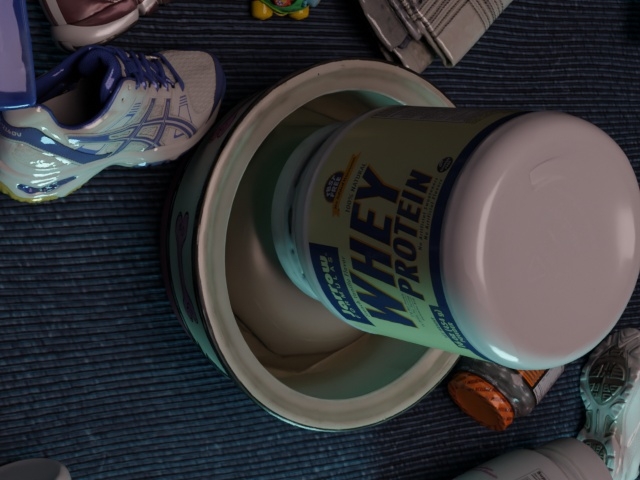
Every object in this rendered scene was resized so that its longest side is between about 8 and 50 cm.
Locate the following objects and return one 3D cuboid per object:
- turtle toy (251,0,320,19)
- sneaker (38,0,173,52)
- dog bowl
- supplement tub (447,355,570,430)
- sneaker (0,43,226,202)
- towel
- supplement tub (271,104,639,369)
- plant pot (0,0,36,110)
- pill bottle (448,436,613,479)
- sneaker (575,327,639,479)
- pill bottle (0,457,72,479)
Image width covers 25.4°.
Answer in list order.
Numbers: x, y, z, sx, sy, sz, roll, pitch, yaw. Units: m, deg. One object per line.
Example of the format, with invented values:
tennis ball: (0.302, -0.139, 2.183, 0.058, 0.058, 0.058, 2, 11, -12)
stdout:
turtle toy: (-0.046, -0.292, 1.569, 0.130, 0.066, 0.095, -7, 100, -35)
sneaker: (-0.184, -0.324, 1.446, 0.281, 0.106, 0.162, -40, 114, -25)
dog bowl: (0.000, 0.000, 1.588, 0.408, 0.150, 0.408, -4, 98, -34)
supplement tub: (0.253, 0.143, 1.807, 0.190, 0.117, 0.117, -47, 119, -21)
sneaker: (-0.195, -0.140, 1.412, 0.112, 0.131, 0.296, 43, 49, 16)
towel: (0.135, -0.390, 1.665, 0.324, 0.056, 0.312, -46, 120, -21)
supplement tub: (0.122, -0.013, 1.382, 0.235, 0.325, 0.235, -5, 98, -35)
plant pot: (-0.393, -0.221, 1.237, 0.212, 0.236, 0.236, -13, 105, -27)
pill bottle: (0.229, 0.358, 1.790, 0.283, 0.160, 0.160, -19, 106, -33)
sneaker: (0.419, 0.231, 1.966, 0.115, 0.090, 0.232, 3, 103, -42)
pill bottle: (-0.285, 0.338, 1.445, 0.117, 0.117, 0.208, -24, 110, -31)
